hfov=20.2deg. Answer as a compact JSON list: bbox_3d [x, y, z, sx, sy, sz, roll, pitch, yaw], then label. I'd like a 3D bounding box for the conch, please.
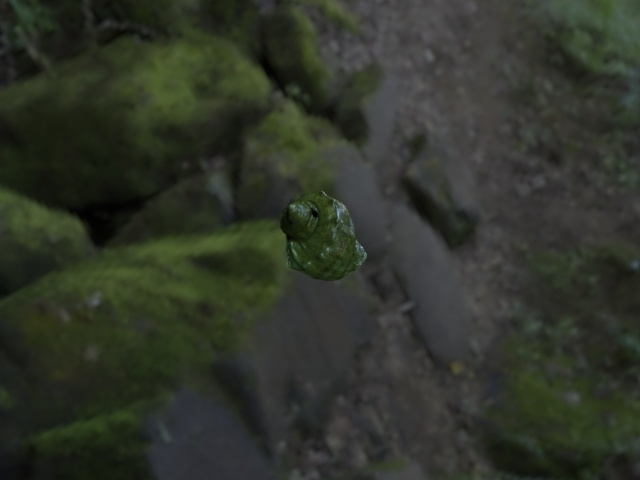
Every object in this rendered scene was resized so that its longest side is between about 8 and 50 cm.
[{"bbox_3d":[0.000,0.000,1.904,0.121,0.089,0.074,41,-12,-37],"label":"conch"}]
